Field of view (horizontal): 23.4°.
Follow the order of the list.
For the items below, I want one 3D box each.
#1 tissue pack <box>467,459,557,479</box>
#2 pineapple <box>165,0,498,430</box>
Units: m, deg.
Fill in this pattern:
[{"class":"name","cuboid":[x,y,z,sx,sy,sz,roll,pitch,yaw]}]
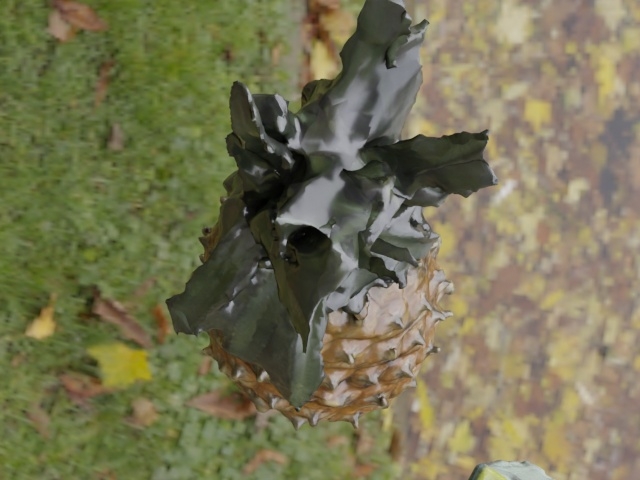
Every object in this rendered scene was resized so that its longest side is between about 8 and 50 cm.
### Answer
[{"class":"tissue pack","cuboid":[0.095,0.280,1.070,0.257,0.081,0.185,-62,161,1]},{"class":"pineapple","cuboid":[-0.004,0.001,0.797,0.165,0.364,0.165,0,75,1]}]
